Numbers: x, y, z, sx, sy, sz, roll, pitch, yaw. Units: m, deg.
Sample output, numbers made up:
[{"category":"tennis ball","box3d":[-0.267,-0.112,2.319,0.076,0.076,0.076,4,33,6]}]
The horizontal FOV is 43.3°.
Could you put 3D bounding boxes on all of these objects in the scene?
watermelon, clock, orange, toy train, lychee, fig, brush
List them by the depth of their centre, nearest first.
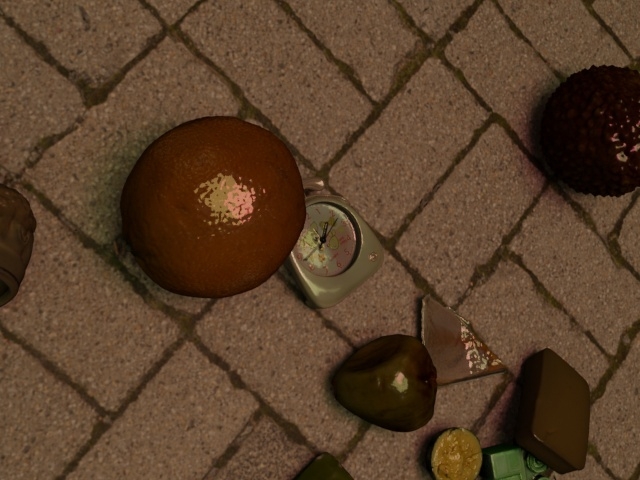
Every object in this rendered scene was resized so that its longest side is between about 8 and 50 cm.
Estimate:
[{"category":"orange","box3d":[-0.153,-0.044,1.131,0.264,0.264,0.264,2,84,-23]},{"category":"fig","box3d":[0.103,0.223,1.269,0.165,0.144,0.154,-1,122,-15]},{"category":"clock","box3d":[0.000,0.000,1.280,0.151,0.062,0.191,-37,99,-21]},{"category":"watermelon","box3d":[0.214,0.360,1.334,0.105,0.062,0.105,4,81,-30]},{"category":"toy train","box3d":[0.341,0.463,1.372,0.119,0.085,0.251,-7,86,-18]},{"category":"brush","box3d":[0.399,0.293,1.381,0.123,0.059,0.197,38,43,-13]},{"category":"lychee","box3d":[0.507,-0.187,1.419,0.236,0.271,0.236,2,117,3]}]

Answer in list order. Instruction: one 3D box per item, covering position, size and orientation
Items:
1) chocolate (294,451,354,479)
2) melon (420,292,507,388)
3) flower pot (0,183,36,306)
[{"category":"chocolate","box3d":[0.006,0.526,1.189,0.289,0.137,0.301,-38,99,-21]},{"category":"melon","box3d":[0.222,0.188,1.343,0.202,0.093,0.139,46,78,-8]},{"category":"flower pot","box3d":[-0.499,-0.052,0.963,0.307,0.307,0.244,2,70,-23]}]
